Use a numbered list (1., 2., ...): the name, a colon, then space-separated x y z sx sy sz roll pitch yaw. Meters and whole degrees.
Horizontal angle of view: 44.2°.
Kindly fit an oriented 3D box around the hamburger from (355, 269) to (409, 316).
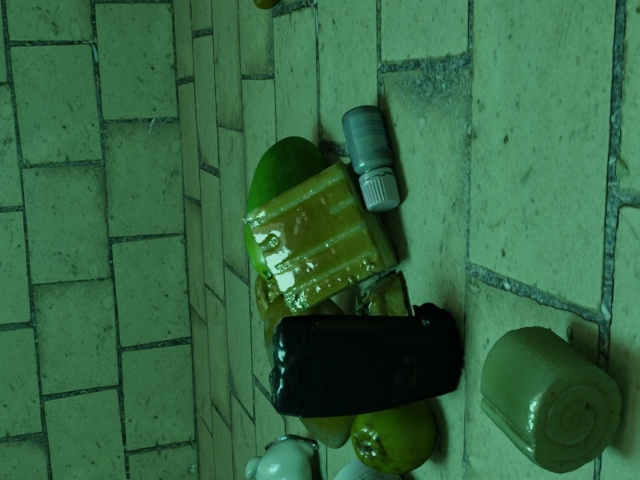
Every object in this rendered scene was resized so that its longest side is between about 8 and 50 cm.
1. hamburger: 0.115 0.150 1.546 0.087 0.102 0.176 127 135 -78

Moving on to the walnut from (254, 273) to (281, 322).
1. walnut: -0.090 0.144 2.010 0.159 0.159 0.206 118 146 -56

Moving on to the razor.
1. razor: 0.078 0.206 1.345 0.107 0.327 0.189 -127 36 -65

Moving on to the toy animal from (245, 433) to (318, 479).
1. toy animal: -0.087 0.673 2.035 0.183 0.247 0.310 -42 28 31

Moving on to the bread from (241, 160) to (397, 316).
1. bread: 0.000 0.000 1.570 0.239 0.246 0.111 67 -161 9

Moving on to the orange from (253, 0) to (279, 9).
1. orange: -0.142 -0.639 2.048 0.085 0.085 0.085 174 90 -69

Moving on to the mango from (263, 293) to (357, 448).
1. mango: -0.006 0.277 1.749 0.222 0.199 0.383 -7 105 48

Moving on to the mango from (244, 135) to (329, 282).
1. mango: -0.056 -0.073 1.786 0.201 0.225 0.381 129 151 -56

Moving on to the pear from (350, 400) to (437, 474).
1. pear: 0.138 0.358 1.462 0.149 0.162 0.148 25 120 53

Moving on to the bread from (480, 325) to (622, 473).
1. bread: 0.298 0.204 1.031 0.141 0.134 0.148 -134 55 -65

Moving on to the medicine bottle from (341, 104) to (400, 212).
1. medicine bottle: 0.099 -0.157 1.527 0.083 0.084 0.203 132 130 -63

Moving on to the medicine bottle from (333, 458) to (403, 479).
1. medicine bottle: 0.132 0.554 1.529 0.254 0.152 0.152 -134 43 -59
